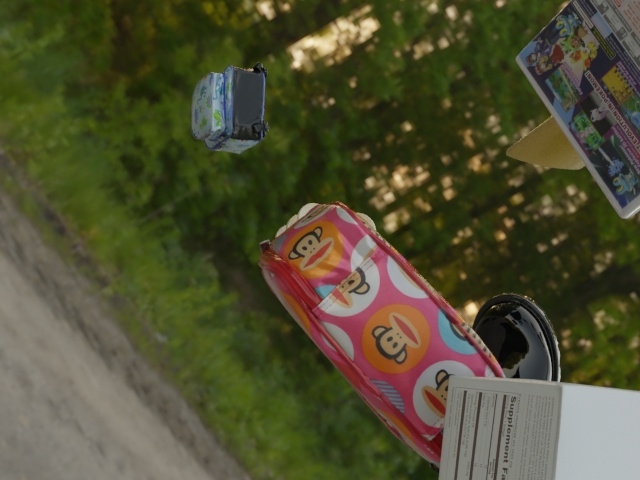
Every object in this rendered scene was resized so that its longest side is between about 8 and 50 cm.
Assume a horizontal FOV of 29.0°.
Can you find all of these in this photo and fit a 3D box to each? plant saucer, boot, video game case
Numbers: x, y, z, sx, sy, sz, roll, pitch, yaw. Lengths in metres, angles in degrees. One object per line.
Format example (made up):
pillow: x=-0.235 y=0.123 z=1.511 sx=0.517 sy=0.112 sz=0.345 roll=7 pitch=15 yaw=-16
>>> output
plant saucer: x=0.426 y=-0.209 z=1.541 sx=0.081 sy=0.333 sz=0.333 roll=54 pitch=-18 yaw=1
boot: x=0.248 y=0.251 z=1.699 sx=0.260 sy=0.131 sz=0.348 roll=-3 pitch=91 yaw=-70
video game case: x=0.296 y=-0.153 z=1.160 sx=0.023 sy=0.183 sz=0.201 roll=-9 pitch=62 yaw=-45

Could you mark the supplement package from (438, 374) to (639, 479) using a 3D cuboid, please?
supplement package: x=0.244 y=0.229 z=1.053 sx=0.145 sy=0.261 sz=0.204 roll=-3 pitch=-102 yaw=57

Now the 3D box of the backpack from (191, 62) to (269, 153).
backpack: x=-0.123 y=-0.168 z=1.606 sx=0.114 sy=0.084 sz=0.105 roll=151 pitch=-60 yaw=-66

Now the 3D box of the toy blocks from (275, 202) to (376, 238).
toy blocks: x=0.000 y=0.000 z=1.833 sx=0.148 sy=0.123 sz=0.054 roll=139 pitch=-40 yaw=-63

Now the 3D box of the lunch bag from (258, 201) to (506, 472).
lunch bag: x=0.063 y=0.093 z=1.250 sx=0.293 sy=0.120 sz=0.258 roll=49 pitch=-4 yaw=-6
